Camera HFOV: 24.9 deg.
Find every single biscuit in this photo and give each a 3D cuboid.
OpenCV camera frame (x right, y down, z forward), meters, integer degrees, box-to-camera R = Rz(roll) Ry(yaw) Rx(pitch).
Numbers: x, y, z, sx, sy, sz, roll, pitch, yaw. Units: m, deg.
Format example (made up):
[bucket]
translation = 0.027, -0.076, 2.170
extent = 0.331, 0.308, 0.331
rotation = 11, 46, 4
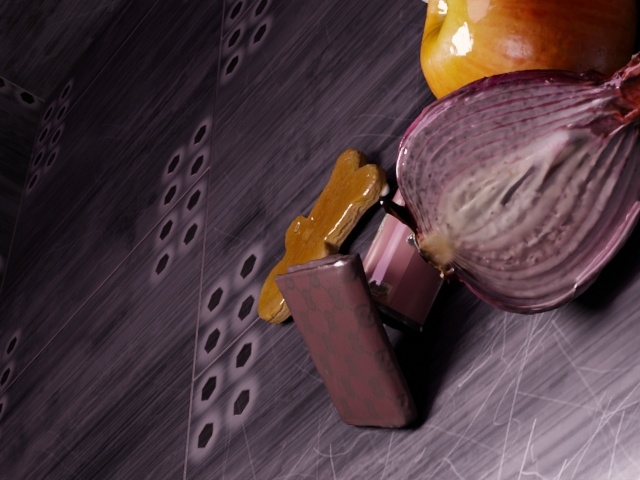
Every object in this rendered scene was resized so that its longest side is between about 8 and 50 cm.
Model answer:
[biscuit]
translation = 0.000, 0.000, 2.219
extent = 0.301, 0.049, 0.197
rotation = -56, 20, 10

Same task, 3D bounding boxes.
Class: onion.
[onion]
translation = 0.260, -0.091, 1.617
extent = 0.349, 0.267, 0.159
rotation = -35, 6, 18

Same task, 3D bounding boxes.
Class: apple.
[apple]
translation = 0.247, -0.260, 1.754
extent = 0.286, 0.233, 0.286
rotation = -171, 90, -77

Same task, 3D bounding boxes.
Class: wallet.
[wallet]
translation = 0.036, 0.131, 1.844
extent = 0.049, 0.229, 0.182
rotation = -26, 6, -32

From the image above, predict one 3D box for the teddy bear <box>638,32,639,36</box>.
[teddy bear]
translation = 0.436, -0.292, 1.591
extent = 0.251, 0.129, 0.182
rotation = -47, 30, 29

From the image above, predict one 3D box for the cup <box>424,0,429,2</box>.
[cup]
translation = 0.220, -0.491, 2.126
extent = 0.234, 0.186, 0.258
rotation = -59, -4, -11

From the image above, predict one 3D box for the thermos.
[thermos]
translation = 0.145, -0.050, 1.889
extent = 0.109, 0.136, 0.330
rotation = 21, 80, 32
